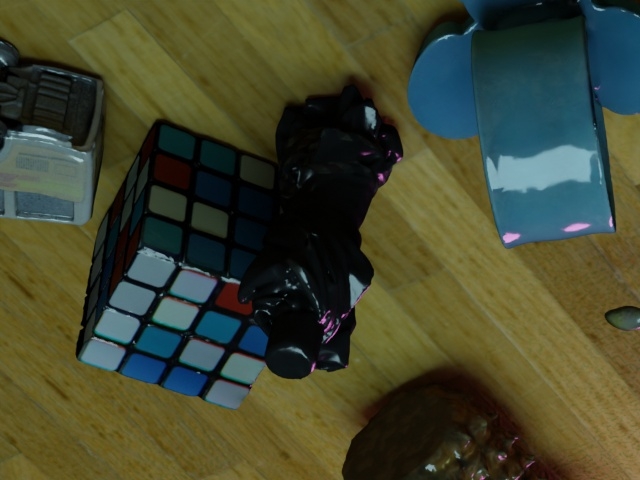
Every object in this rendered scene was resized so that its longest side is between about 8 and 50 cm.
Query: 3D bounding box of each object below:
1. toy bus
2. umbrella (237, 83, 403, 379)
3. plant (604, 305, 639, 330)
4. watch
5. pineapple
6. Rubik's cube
[{"bbox_3d":[-0.347,-0.095,1.570,0.342,0.097,0.138,5,141,-2],"label":"toy bus"},{"bbox_3d":[0.000,0.000,1.504,0.110,0.272,0.122,13,135,-3],"label":"umbrella"},{"bbox_3d":[0.443,0.045,1.658,0.333,0.180,0.251,3,137,-46],"label":"plant"},{"bbox_3d":[0.165,-0.099,1.449,0.211,0.193,0.211,1,135,1],"label":"watch"},{"bbox_3d":[0.176,0.275,1.838,0.169,0.169,0.340,-30,125,29],"label":"pineapple"},{"bbox_3d":[-0.105,0.023,1.617,0.151,0.154,0.155,21,133,-15],"label":"Rubik's cube"}]
